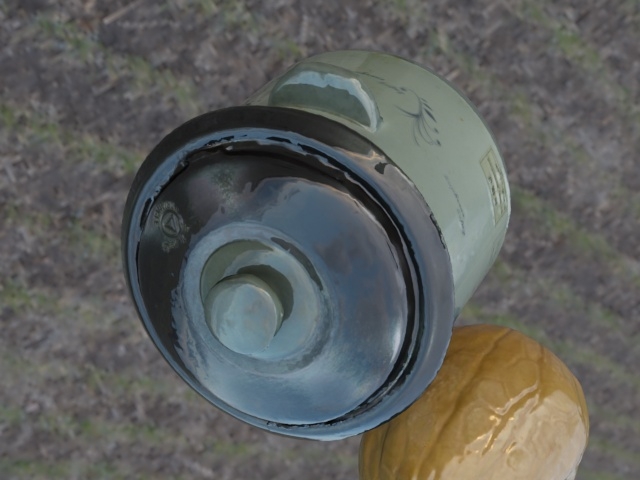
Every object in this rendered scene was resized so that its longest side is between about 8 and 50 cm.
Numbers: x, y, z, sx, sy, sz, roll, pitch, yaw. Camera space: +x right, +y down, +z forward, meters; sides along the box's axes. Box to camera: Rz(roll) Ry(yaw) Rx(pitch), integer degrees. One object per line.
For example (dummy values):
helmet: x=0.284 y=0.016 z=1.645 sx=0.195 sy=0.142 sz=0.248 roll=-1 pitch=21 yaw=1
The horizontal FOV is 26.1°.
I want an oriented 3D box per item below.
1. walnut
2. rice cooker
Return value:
walnut: x=0.127 y=0.178 z=1.166 sx=0.226 sy=0.193 sz=0.193 roll=-57 pitch=171 yaw=-38
rice cooker: x=0.000 y=0.000 z=1.064 sx=0.316 sy=0.264 sz=0.317 roll=17 pitch=90 yaw=-73
